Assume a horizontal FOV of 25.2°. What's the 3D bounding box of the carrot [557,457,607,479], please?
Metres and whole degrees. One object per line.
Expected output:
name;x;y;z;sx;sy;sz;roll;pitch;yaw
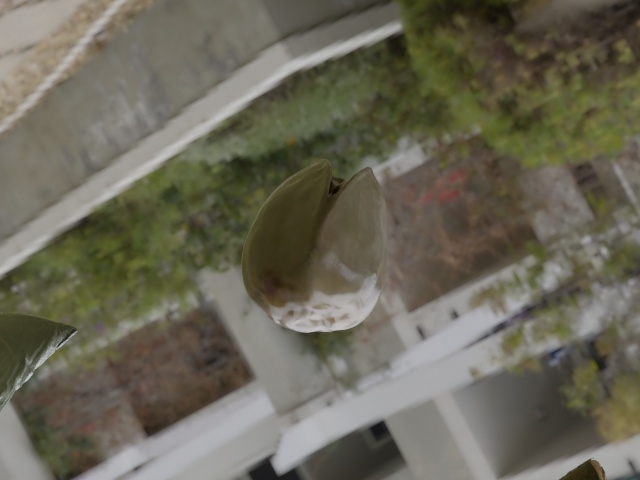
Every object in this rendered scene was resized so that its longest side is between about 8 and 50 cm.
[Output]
carrot;0.306;0.357;1.838;0.173;0.082;0.082;-42;175;19

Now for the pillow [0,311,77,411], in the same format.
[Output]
pillow;-0.325;0.131;1.248;0.148;0.050;0.229;-4;-151;24

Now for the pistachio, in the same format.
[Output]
pistachio;0.000;0.000;1.296;0.206;0.130;0.131;-77;-174;-50
